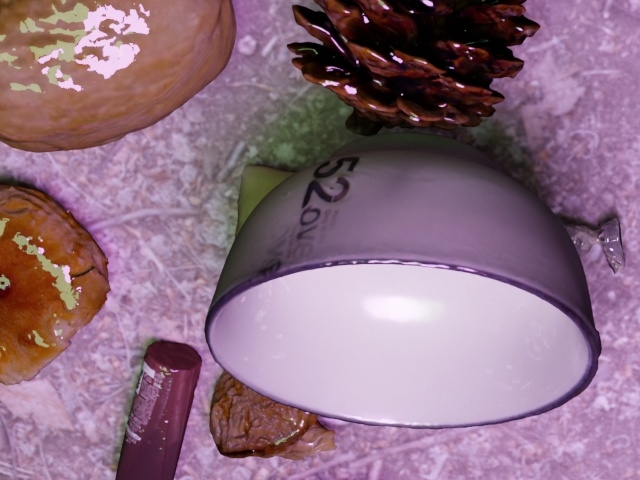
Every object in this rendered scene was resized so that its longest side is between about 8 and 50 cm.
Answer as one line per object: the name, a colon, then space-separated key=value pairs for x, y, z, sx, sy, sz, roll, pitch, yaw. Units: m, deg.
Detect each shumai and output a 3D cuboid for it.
shumai: x=-0.054 y=0.179 z=1.726 sx=0.139 sy=0.105 sz=0.123 roll=-17 pitch=63 yaw=7

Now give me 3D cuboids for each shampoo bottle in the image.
shampoo bottle: x=-0.183 y=0.226 z=1.769 sx=0.067 sy=0.068 sz=0.236 roll=17 pitch=114 yaw=2
shampoo bottle: x=0.197 y=0.010 z=1.616 sx=0.207 sy=0.057 sz=0.064 roll=-6 pitch=110 yaw=14

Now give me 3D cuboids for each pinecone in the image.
pinecone: x=0.095 y=-0.213 z=1.466 sx=0.224 sy=0.224 sz=0.273 roll=27 pitch=106 yaw=0

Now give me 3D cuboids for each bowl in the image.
bowl: x=0.079 y=0.023 z=1.482 sx=0.353 sy=0.185 sz=0.354 roll=5 pitch=152 yaw=3

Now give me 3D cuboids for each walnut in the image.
walnut: x=-0.222 y=-0.206 z=1.526 sx=0.283 sy=0.283 sz=0.227 roll=-22 pitch=63 yaw=18

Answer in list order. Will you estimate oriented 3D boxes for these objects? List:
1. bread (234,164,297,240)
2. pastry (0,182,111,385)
bread: x=0.000 y=0.001 z=1.650 sx=0.178 sy=0.060 sz=0.140 roll=7 pitch=111 yaw=9
pastry: x=-0.324 y=0.044 z=1.711 sx=0.228 sy=0.100 sz=0.219 roll=-4 pitch=110 yaw=14
